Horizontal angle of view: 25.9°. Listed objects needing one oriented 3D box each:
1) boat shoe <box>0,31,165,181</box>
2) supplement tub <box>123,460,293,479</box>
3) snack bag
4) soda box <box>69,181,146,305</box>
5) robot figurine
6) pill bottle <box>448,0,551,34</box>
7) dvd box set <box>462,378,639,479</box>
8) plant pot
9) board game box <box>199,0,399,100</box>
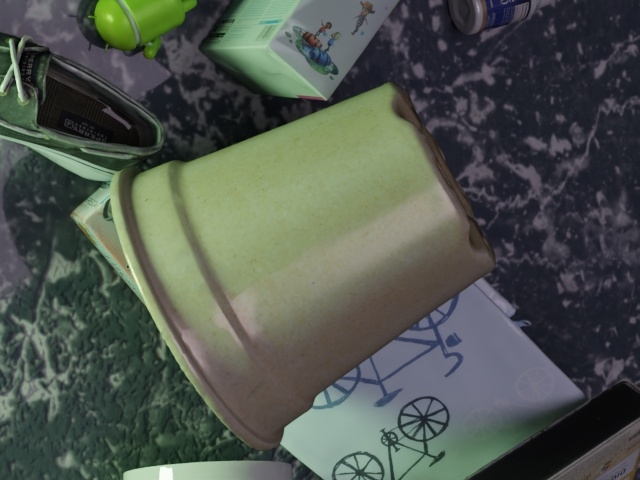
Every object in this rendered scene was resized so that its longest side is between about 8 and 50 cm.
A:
[{"bbox_3d":[-0.308,-0.163,1.424,0.335,0.119,0.121,20,64,-34],"label":"boat shoe"},{"bbox_3d":[-0.118,0.410,1.533,0.228,0.228,0.316,4,74,-27],"label":"supplement tub"},{"bbox_3d":[0.111,0.179,1.650,0.323,0.037,0.342,-42,108,15],"label":"snack bag"},{"bbox_3d":[-0.197,0.021,1.560,0.063,0.058,0.183,-43,115,-13],"label":"soda box"},{"bbox_3d":[-0.194,-0.249,1.509,0.115,0.067,0.101,-32,119,-18],"label":"robot figurine"},{"bbox_3d":[0.223,-0.298,1.706,0.120,0.067,0.067,-19,107,-23],"label":"pill bottle"},{"bbox_3d":[0.252,0.388,1.708,0.307,0.062,0.420,-26,141,-29],"label":"dvd box set"},{"bbox_3d":[0.000,0.000,1.445,0.305,0.334,0.334,-29,113,8],"label":"plant pot"},{"bbox_3d":[0.019,-0.302,1.517,0.097,0.224,0.303,37,82,-24],"label":"board game box"}]
